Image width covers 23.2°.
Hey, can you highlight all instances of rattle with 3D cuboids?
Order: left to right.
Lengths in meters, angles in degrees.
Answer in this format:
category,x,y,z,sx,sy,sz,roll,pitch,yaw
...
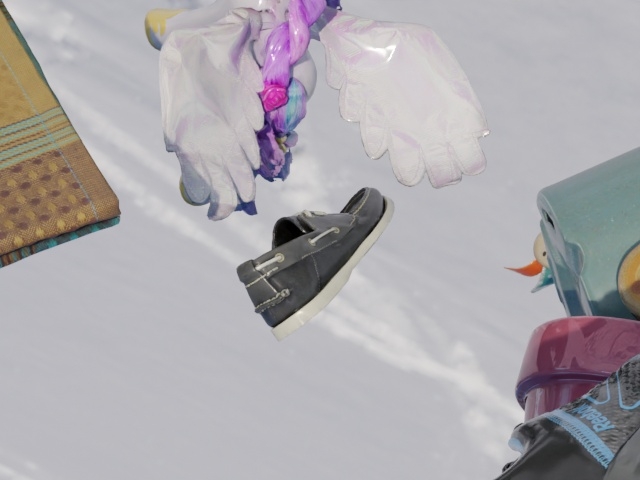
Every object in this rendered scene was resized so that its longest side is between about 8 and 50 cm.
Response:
category,x,y,z,sx,sy,sz,roll,pitch,yaw
rattle,0.322,0.028,1.941,0.200,0.143,0.130,-27,128,17

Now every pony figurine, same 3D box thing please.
category,x,y,z,sx,sy,sz,roll,pitch,yaw
pony figurine,-0.044,-0.166,1.450,0.303,0.351,0.363,-5,161,-24

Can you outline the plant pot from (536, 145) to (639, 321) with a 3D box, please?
category,x,y,z,sx,sy,sz,roll,pitch,yaw
plant pot,0.405,0.018,1.509,0.334,0.341,0.341,-19,155,3

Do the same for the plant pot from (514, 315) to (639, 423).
category,x,y,z,sx,sy,sz,roll,pitch,yaw
plant pot,0.243,0.183,1.262,0.201,0.180,0.201,16,156,7

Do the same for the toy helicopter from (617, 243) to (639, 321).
category,x,y,z,sx,sy,sz,roll,pitch,yaw
toy helicopter,0.418,0.025,1.265,0.355,0.235,0.140,3,157,30

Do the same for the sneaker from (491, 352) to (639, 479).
category,x,y,z,sx,sy,sz,roll,pitch,yaw
sneaker,0.175,0.108,0.866,0.140,0.125,0.341,-5,-171,27

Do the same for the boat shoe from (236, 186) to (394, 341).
category,x,y,z,sx,sy,sz,roll,pitch,yaw
boat shoe,0.000,0.000,1.374,0.079,0.233,0.084,46,124,-2

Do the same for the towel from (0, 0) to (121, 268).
category,x,y,z,sx,sy,sz,roll,pitch,yaw
towel,-0.330,-0.098,1.065,0.370,0.271,0.040,55,157,31
